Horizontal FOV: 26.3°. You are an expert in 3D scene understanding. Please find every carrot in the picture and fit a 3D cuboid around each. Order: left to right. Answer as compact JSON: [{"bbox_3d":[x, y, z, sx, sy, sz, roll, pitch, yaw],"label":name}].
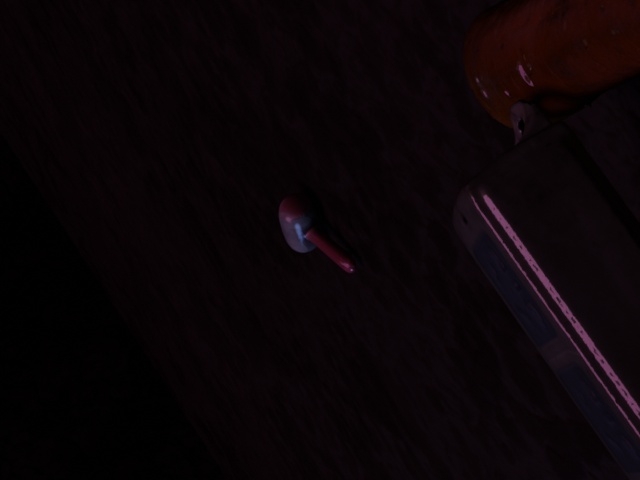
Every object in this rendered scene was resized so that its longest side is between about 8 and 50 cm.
[{"bbox_3d":[0.119,-0.080,0.477,0.057,0.057,0.224,61,162,-6],"label":"carrot"}]

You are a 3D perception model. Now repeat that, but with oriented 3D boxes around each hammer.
[{"bbox_3d":[0.000,0.000,1.071,0.083,0.031,0.052,41,161,36],"label":"hammer"}]

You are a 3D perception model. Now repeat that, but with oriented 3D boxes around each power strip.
[{"bbox_3d":[0.136,0.069,0.514,0.272,0.052,0.078,55,175,8],"label":"power strip"}]
